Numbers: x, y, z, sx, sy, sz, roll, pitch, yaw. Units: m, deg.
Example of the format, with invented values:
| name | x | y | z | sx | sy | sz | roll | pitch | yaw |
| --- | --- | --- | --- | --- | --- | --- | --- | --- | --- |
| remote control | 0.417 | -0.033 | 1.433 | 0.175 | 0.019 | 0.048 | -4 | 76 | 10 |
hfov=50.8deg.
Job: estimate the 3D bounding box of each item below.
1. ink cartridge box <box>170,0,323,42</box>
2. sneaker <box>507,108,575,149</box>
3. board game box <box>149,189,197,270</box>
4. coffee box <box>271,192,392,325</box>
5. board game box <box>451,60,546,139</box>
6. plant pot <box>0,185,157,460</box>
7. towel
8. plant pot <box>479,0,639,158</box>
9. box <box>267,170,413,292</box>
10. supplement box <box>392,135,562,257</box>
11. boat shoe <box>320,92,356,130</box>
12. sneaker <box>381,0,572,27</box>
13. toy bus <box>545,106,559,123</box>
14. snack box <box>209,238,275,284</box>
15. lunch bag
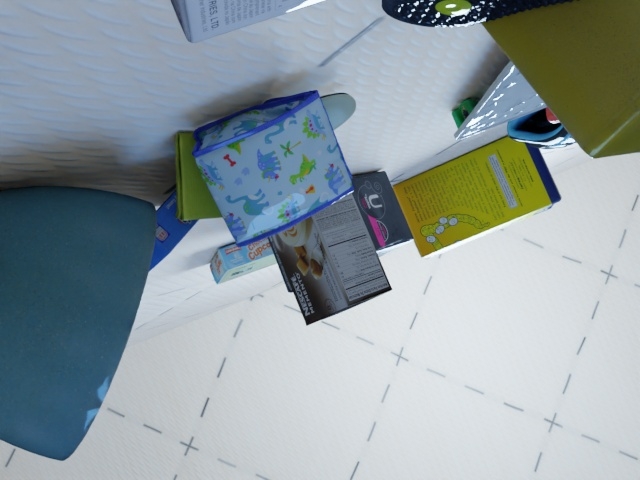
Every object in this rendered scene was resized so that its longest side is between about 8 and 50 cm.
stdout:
| name | x | y | z | sx | sy | sz | roll | pitch | yaw |
| --- | --- | --- | --- | --- | --- | --- | --- | --- | --- |
| ink cartridge box | 0.053 | -0.224 | 0.389 | 0.311 | 0.065 | 0.186 | -19 | 172 | -9 |
| sneaker | 0.519 | -0.238 | 1.271 | 0.341 | 0.125 | 0.140 | -15 | 176 | 44 |
| board game box | -0.204 | -0.019 | 0.893 | 0.210 | 0.047 | 0.160 | -31 | -160 | 53 |
| coffee box | 0.000 | 0.000 | 1.122 | 0.098 | 0.246 | 0.141 | -17 | 171 | -34 |
| board game box | 0.411 | -0.292 | 1.001 | 0.390 | 0.050 | 0.390 | -21 | 173 | -5 |
| plant pot | -0.320 | 0.062 | 0.702 | 0.195 | 0.290 | 0.290 | 21 | 151 | -24 |
| towel | -0.093 | -0.084 | 0.852 | 0.021 | 0.102 | 0.237 | 3 | -172 | 35 |
| plant pot | 0.295 | -0.221 | 0.636 | 0.187 | 0.212 | 0.212 | -42 | 162 | 33 |
| box | 0.033 | -0.015 | 1.432 | 0.143 | 0.165 | 0.270 | -14 | 169 | -47 |
| supplement box | 0.385 | -0.107 | 1.691 | 0.357 | 0.195 | 0.194 | -23 | 173 | 11 |
| boat shoe | -0.021 | -0.146 | 0.817 | 0.133 | 0.042 | 0.049 | -26 | 130 | 7 |
| sneaker | 0.152 | -0.240 | 0.574 | 0.209 | 0.082 | 0.069 | -4 | 172 | 31 |
| toy bus | 0.432 | -0.212 | 0.950 | 0.211 | 0.149 | 0.220 | -11 | -178 | 29 |
| snack box | -0.105 | 0.015 | 1.657 | 0.322 | 0.060 | 0.187 | -20 | 172 | -20 |
| lunch bag | -0.051 | -0.086 | 0.758 | 0.151 | 0.128 | 0.096 | -21 | -149 | 5 |
